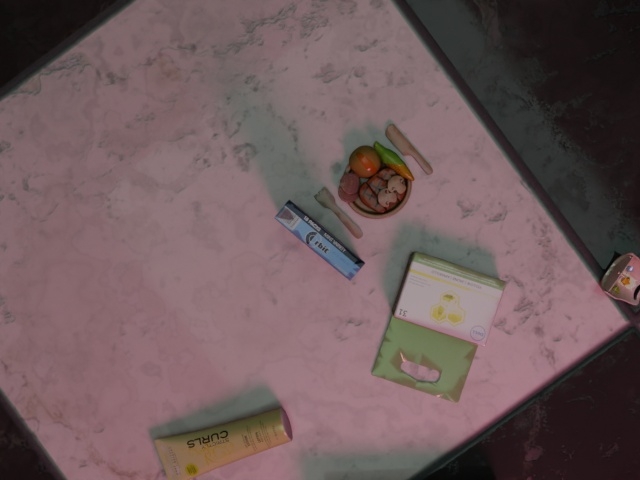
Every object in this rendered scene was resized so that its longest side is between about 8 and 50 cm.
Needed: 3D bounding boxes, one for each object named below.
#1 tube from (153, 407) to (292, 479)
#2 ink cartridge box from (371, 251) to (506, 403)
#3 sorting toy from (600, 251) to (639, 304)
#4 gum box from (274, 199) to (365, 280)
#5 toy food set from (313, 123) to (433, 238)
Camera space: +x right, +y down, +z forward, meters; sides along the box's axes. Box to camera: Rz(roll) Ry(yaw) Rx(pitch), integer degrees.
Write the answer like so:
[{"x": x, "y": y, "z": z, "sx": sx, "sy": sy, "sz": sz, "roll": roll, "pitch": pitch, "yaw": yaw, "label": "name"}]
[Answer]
[{"x": -0.170, "y": 0.362, "z": 1.395, "sx": 0.240, "sy": 0.062, "sz": 0.070, "roll": -18, "pitch": 50, "yaw": 6, "label": "tube"}, {"x": 0.205, "y": 0.155, "z": 1.384, "sx": 0.171, "sy": 0.056, "sz": 0.235, "roll": 19, "pitch": 89, "yaw": 0, "label": "ink cartridge box"}, {"x": 0.540, "y": 0.073, "z": 1.382, "sx": 0.075, "sy": 0.045, "sz": 0.083, "roll": 35, "pitch": 91, "yaw": -7, "label": "sorting toy"}, {"x": 0.000, "y": 0.000, "z": 1.320, "sx": 0.157, "sy": 0.184, "sz": 0.041, "roll": 40, "pitch": 91, "yaw": 0, "label": "gum box"}, {"x": 0.096, "y": -0.102, "z": 1.389, "sx": 0.192, "sy": 0.038, "sz": 0.132, "roll": -44, "pitch": 90, "yaw": 2, "label": "toy food set"}]
